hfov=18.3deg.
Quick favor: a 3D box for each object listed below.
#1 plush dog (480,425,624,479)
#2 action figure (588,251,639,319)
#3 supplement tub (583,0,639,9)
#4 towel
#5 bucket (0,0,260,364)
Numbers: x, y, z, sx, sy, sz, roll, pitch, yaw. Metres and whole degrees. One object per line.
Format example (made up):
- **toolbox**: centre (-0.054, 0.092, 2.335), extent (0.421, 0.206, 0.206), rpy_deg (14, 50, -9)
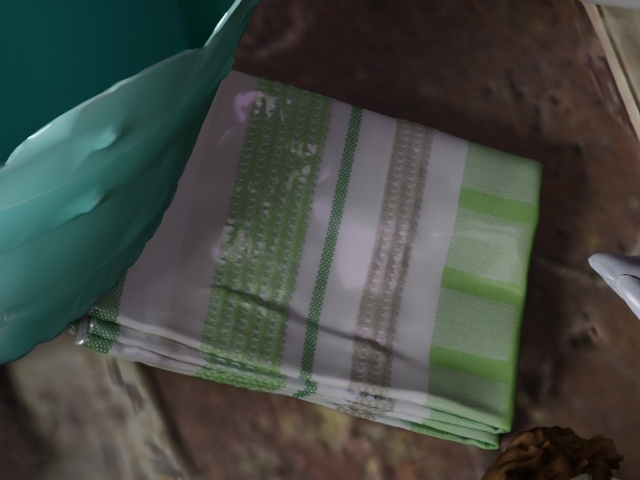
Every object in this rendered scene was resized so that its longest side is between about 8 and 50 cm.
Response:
- **plush dog**: centre (0.104, 0.180, 0.544), extent (0.225, 0.262, 0.210), rpy_deg (49, 28, -5)
- **action figure**: centre (0.252, -0.064, 0.443), extent (0.370, 0.248, 0.276), rpy_deg (-45, 61, 5)
- **supplement tub**: centre (0.148, -0.243, 0.640), extent (0.235, 0.325, 0.235), rpy_deg (6, 68, -14)
- **towel**: centre (0.000, 0.000, 0.669), extent (0.152, 0.023, 0.113), rpy_deg (15, 66, -10)
- **bucket**: centre (-0.144, -0.095, 0.563), extent (0.281, 0.183, 0.281), rpy_deg (4, 65, -9)
